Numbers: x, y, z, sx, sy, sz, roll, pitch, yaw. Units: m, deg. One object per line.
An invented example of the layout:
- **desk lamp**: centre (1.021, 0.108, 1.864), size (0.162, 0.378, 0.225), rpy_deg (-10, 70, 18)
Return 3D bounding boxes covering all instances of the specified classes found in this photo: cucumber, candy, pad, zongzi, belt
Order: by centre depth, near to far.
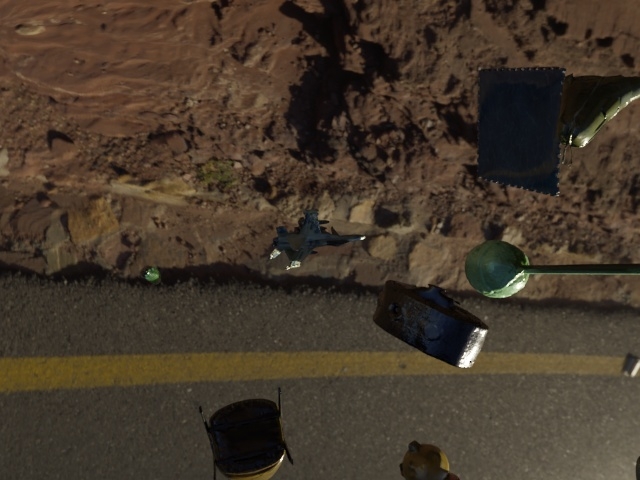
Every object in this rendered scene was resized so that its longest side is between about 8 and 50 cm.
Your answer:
- **zongzi**: centre (0.399, -0.169, 0.782), size (0.062, 0.130, 0.154), rpy_deg (61, 42, -52)
- **candy**: centre (0.424, 0.052, 0.996), size (0.119, 0.440, 0.119), rpy_deg (1, 88, -28)
- **pad**: centre (0.435, -0.247, 1.255), size (0.012, 0.269, 0.269), rpy_deg (-11, 107, -22)
- **cucumber**: centre (-0.410, 0.079, 1.360), size (0.037, 0.155, 0.037), rpy_deg (1, 78, -6)
- **belt**: centre (0.281, 0.196, 1.442), size (0.184, 0.289, 0.164), rpy_deg (6, 107, -59)

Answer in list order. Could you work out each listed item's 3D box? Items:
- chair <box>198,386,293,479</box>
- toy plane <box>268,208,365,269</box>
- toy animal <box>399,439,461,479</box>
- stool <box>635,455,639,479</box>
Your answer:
- **chair**: centre (-0.147, 0.414, 1.152), size (0.159, 0.247, 0.172), rpy_deg (-10, 71, -11)
- **toy plane**: centre (-0.006, -0.007, 1.412), size (0.262, 0.088, 0.192), rpy_deg (-11, 137, -36)
- **toy animal**: centre (0.346, 0.740, 1.728), size (0.281, 0.169, 0.195), rpy_deg (54, 41, 3)
- **stool**: centre (0.392, 0.359, 0.562), size (0.195, 0.195, 0.198), rpy_deg (-25, 101, -28)
